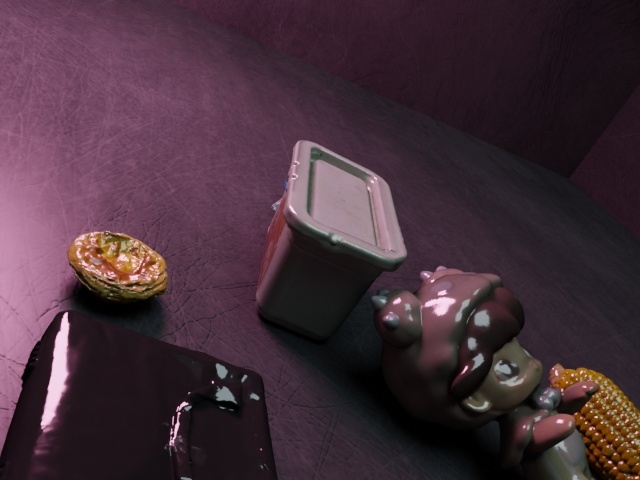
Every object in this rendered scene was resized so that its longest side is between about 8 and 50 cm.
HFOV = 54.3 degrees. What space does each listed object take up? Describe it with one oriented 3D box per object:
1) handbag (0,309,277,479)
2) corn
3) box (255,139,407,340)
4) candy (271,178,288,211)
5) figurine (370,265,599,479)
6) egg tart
[{"bbox_3d":[-0.149,0.193,0.545,0.244,0.088,0.275,22,23,-23],"label":"handbag"},{"bbox_3d":[0.459,0.316,0.939,0.119,0.119,0.322,5,39,-42],"label":"corn"},{"bbox_3d":[0.000,0.000,0.952,0.175,0.182,0.312,24,25,-11],"label":"box"},{"bbox_3d":[-0.047,-0.064,1.201,0.088,0.038,0.136,39,30,-11],"label":"candy"},{"bbox_3d":[0.229,0.199,0.836,0.380,0.203,0.248,51,37,16],"label":"figurine"},{"bbox_3d":[-0.247,0.039,0.766,0.130,0.052,0.130,23,24,-11],"label":"egg tart"}]
